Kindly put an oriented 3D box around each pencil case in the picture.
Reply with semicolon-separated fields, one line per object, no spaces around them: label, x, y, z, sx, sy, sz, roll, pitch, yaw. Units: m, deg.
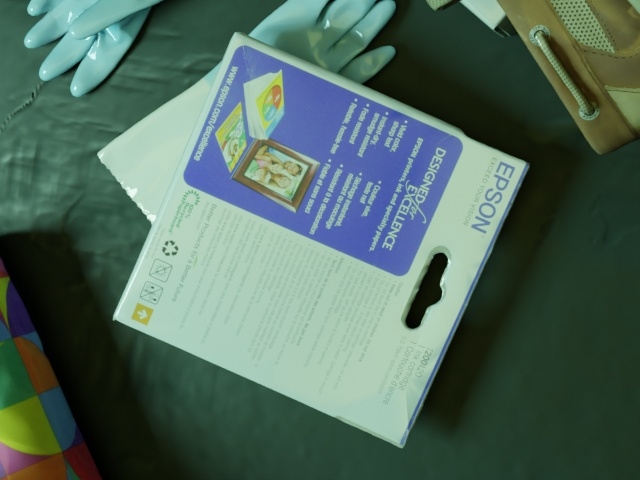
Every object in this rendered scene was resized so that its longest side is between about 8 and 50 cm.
pencil case;-0.224;0.113;1.117;0.104;0.104;0.236;-23;86;13

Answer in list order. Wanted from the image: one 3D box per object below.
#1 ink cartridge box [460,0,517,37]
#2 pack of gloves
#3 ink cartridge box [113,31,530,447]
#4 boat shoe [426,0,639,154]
ink cartridge box;0.089;-0.240;1.039;0.190;0.082;0.140;43;100;9
pack of gloves;-0.078;-0.141;1.099;0.232;0.046;0.195;-39;83;12
ink cartridge box;0.000;0.000;1.082;0.208;0.045;0.206;24;98;2
boat shoe;0.091;-0.182;0.940;0.116;0.123;0.324;-44;83;13
